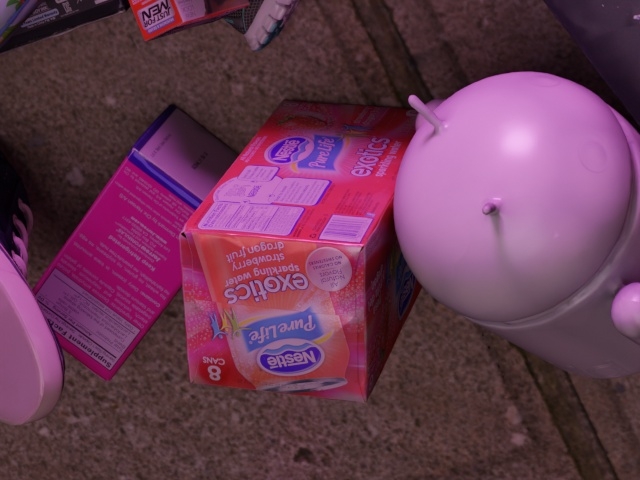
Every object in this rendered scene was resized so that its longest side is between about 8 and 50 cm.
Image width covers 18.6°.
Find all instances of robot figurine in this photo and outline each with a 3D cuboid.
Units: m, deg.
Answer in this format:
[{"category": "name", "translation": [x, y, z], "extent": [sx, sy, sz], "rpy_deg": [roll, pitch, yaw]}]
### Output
[{"category": "robot figurine", "translation": [0.192, -0.009, 1.560], "extent": [0.200, 0.353, 0.300], "rpy_deg": [-52, 50, 8]}]

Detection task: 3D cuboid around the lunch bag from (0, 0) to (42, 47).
[{"category": "lunch bag", "translation": [-0.307, -0.247, 1.623], "extent": [0.176, 0.090, 0.219], "rpy_deg": [42, 118, -7]}]

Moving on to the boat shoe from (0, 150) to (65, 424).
[{"category": "boat shoe", "translation": [-0.298, 0.012, 1.752], "extent": [0.340, 0.158, 0.127], "rpy_deg": [52, 123, 19]}]

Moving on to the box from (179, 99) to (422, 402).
[{"category": "box", "translation": [0.000, 0.000, 1.635], "extent": [0.154, 0.300, 0.142], "rpy_deg": [5, 115, 13]}]

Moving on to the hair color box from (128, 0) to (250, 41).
[{"category": "hair color box", "translation": [-0.133, -0.260, 1.644], "extent": [0.053, 0.093, 0.167], "rpy_deg": [-19, 94, 40]}]

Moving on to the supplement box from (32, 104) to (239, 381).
[{"category": "supplement box", "translation": [-0.167, 0.004, 1.793], "extent": [0.114, 0.111, 0.220], "rpy_deg": [38, 119, -4]}]

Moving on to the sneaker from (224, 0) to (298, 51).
[{"category": "sneaker", "translation": [-0.041, -0.243, 1.672], "extent": [0.076, 0.065, 0.166], "rpy_deg": [35, 117, 3]}]

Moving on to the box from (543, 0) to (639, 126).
[{"category": "box", "translation": [0.356, -0.243, 1.489], "extent": [0.343, 0.179, 0.312], "rpy_deg": [-34, 100, 26]}]

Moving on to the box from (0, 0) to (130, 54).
[{"category": "box", "translation": [-0.388, -0.297, 1.726], "extent": [0.395, 0.097, 0.318], "rpy_deg": [-17, 111, 23]}]
